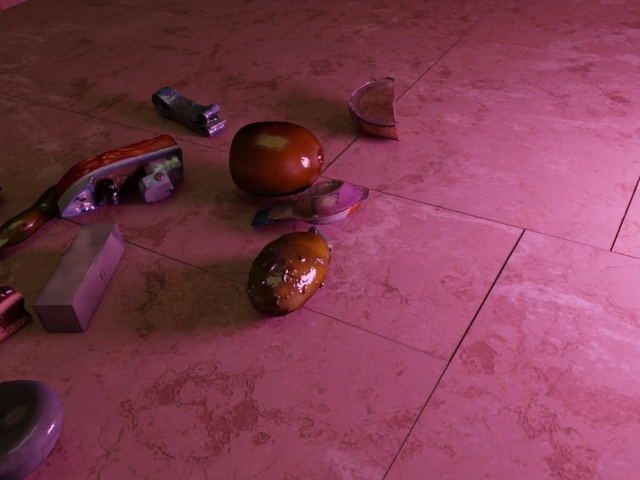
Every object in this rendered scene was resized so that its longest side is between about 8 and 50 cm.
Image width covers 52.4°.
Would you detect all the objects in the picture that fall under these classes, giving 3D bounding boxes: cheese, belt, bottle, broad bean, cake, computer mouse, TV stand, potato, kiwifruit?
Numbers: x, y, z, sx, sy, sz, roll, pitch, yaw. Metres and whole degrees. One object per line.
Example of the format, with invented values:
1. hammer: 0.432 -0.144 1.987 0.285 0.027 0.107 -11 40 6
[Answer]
1. cheese: -0.023 -0.081 1.524 0.286 0.074 0.189 -13 22 11
2. belt: -0.402 -0.393 1.966 0.302 0.087 0.072 28 46 35
3. bottle: 0.000 0.000 1.460 0.030 0.030 0.083 -20 41 -16
4. broad bean: -0.707 -0.059 1.607 0.077 0.061 0.339 5 38 26
5. cake: -0.720 0.172 1.280 0.135 0.112 0.246 17 44 30
6. computer mouse: -0.577 0.336 1.046 0.370 0.122 0.188 -9 35 8
7. TV stand: -0.509 0.073 1.400 0.088 0.083 0.269 -2 39 9
8. potato: 0.151 -0.350 1.830 0.138 0.098 0.243 -4 44 9
9. kiwifruit: -0.107 -0.200 1.601 0.234 0.196 0.196 -3 38 8
10. potato: -0.062 0.057 1.331 0.149 0.113 0.251 13 42 21

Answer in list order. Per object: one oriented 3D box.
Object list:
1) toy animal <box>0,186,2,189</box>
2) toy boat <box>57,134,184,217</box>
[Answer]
1. toy animal: -0.950 -0.130 1.712 0.312 0.097 0.157 4 33 10
2. toy boat: -0.497 -0.141 1.634 0.331 0.145 0.133 -23 69 -19
